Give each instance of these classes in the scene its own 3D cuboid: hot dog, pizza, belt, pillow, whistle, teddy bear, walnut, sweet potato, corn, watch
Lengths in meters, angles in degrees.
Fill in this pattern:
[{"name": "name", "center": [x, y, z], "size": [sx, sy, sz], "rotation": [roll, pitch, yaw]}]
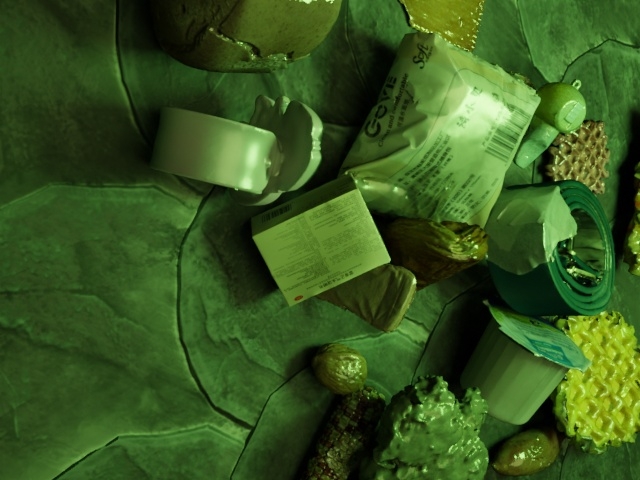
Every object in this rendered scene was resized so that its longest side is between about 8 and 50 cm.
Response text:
[{"name": "hot dog", "center": [0.216, 0.020, 1.513], "size": [0.196, 0.272, 0.122], "rotation": [5, 69, -18]}, {"name": "pizza", "center": [0.893, -0.101, 2.036], "size": [0.406, 0.130, 0.440], "rotation": [-55, 133, -13]}, {"name": "belt", "center": [0.529, 0.020, 1.732], "size": [0.436, 0.173, 0.300], "rotation": [21, 69, -52]}, {"name": "pillow", "center": [0.077, 0.085, 1.488], "size": [0.135, 0.211, 0.034], "rotation": [-63, 168, 2]}, {"name": "whistle", "center": [0.494, -0.261, 1.678], "size": [0.123, 0.123, 0.223], "rotation": [26, 107, -35]}, {"name": "teddy bear", "center": [0.208, 0.403, 1.569], "size": [0.357, 0.224, 0.368], "rotation": [-33, 128, -26]}, {"name": "walnut", "center": [0.037, 0.256, 1.534], "size": [0.124, 0.105, 0.105], "rotation": [27, 83, -34]}, {"name": "sweet potato", "center": [0.570, 0.513, 1.949], "size": [0.385, 0.109, 0.109], "rotation": [-17, 108, -37]}, {"name": "corn", "center": [0.038, 0.429, 1.569], "size": [0.098, 0.098, 0.290], "rotation": [35, 79, -34]}, {"name": "watch", "center": [-0.144, -0.161, 1.243], "size": [0.231, 0.244, 0.196], "rotation": [12, 93, -43]}]

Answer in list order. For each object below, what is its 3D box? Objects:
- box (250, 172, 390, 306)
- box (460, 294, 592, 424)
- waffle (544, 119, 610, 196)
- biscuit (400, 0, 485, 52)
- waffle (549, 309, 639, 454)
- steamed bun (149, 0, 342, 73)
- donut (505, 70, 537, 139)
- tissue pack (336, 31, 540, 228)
[{"name": "box", "center": [0.000, 0.000, 1.408], "size": [0.212, 0.095, 0.168], "rotation": [-24, 112, 4]}, {"name": "box", "center": [0.431, 0.274, 1.751], "size": [0.262, 0.291, 0.206], "rotation": [21, 109, -23]}, {"name": "waffle", "center": [0.637, -0.190, 1.884], "size": [0.234, 0.055, 0.221], "rotation": [-12, 105, -31]}, {"name": "biscuit", "center": [0.265, -0.531, 1.591], "size": [0.236, 0.013, 0.232], "rotation": [15, 91, -35]}, {"name": "waffle", "center": [0.721, 0.357, 1.985], "size": [0.382, 0.095, 0.380], "rotation": [6, 79, -35]}, {"name": "steamed bun", "center": [-0.110, -0.355, 1.186], "size": [0.251, 0.301, 0.199], "rotation": [-26, 93, -36]}, {"name": "donut", "center": [0.431, -0.294, 1.716], "size": [0.174, 0.068, 0.175], "rotation": [-8, 104, -34]}, {"name": "tissue pack", "center": [0.243, -0.194, 1.529], "size": [0.390, 0.195, 0.376], "rotation": [19, 99, -36]}]
